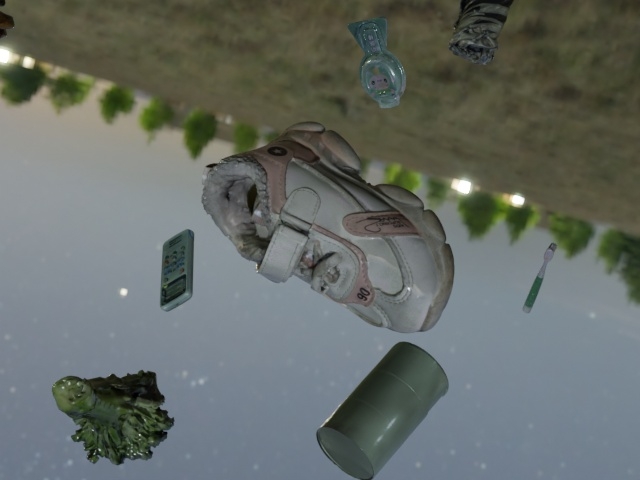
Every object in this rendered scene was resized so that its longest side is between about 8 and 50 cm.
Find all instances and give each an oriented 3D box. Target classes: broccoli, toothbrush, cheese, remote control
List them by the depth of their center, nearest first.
[{"bbox_3d":[0.077,-0.232,1.567,0.067,0.120,0.026,-6,-159,31],"label":"cheese"},{"bbox_3d":[-0.189,0.039,1.578,0.018,0.053,0.124,43,-150,-37],"label":"remote control"},{"bbox_3d":[-0.335,0.258,1.824,0.165,0.145,0.304,-11,161,5],"label":"broccoli"},{"bbox_3d":[0.413,0.075,2.259,0.018,0.024,0.257,26,151,13],"label":"toothbrush"}]

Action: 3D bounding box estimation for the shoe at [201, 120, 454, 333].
[{"bbox_3d":[0.000,0.003,1.514,0.198,0.172,0.351,-19,-131,-39],"label":"shoe"}]

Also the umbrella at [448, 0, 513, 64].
[{"bbox_3d":[0.313,-0.479,2.088,0.106,0.357,0.113,21,168,9],"label":"umbrella"}]

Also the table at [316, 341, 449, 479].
[{"bbox_3d":[0.109,0.291,2.045,0.126,0.220,0.126,31,147,24],"label":"table"}]

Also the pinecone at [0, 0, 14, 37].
[{"bbox_3d":[-0.739,-0.390,2.086,0.384,0.384,0.384,16,-175,-1],"label":"pinecone"}]
